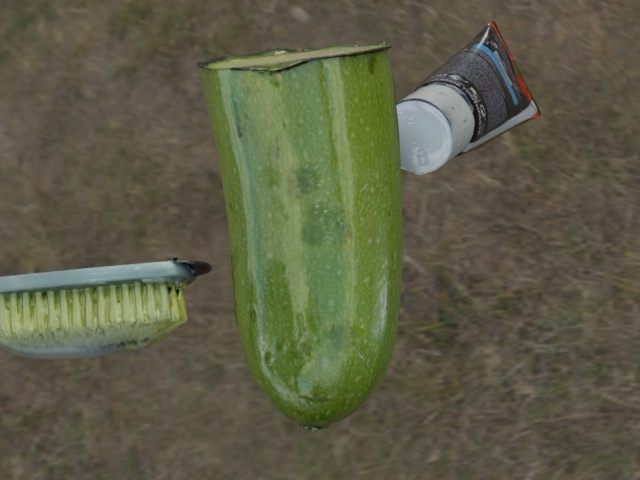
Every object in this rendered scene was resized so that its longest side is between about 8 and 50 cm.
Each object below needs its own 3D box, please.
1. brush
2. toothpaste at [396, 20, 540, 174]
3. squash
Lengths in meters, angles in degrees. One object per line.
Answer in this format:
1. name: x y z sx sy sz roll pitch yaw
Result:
1. brush: -0.219 0.052 1.061 0.296 0.068 0.060 -4 81 1
2. toothpaste: 0.094 -0.085 0.982 0.045 0.193 0.071 -25 97 29
3. squash: 0.000 0.000 0.776 0.095 0.095 0.188 -3 99 26
